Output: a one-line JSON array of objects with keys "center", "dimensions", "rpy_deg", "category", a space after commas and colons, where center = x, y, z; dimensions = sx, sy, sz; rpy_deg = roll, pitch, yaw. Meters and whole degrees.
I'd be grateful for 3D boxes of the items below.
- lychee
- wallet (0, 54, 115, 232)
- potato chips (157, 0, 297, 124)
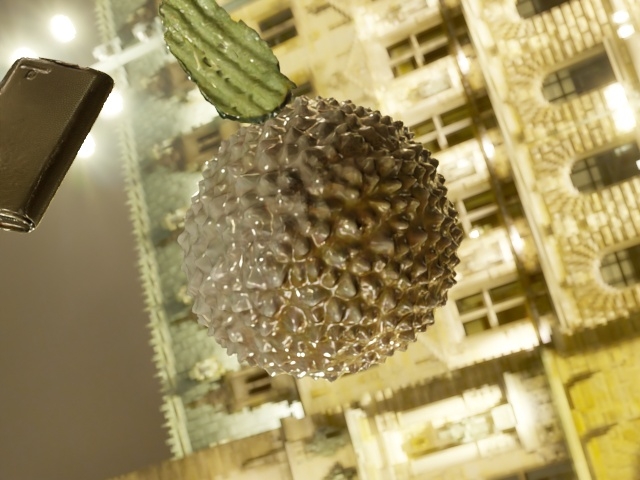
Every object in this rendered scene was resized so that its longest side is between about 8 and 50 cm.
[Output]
[{"center": [0.000, 0.000, 1.306], "dimensions": [0.432, 0.381, 0.380], "rpy_deg": [88, 167, -78], "category": "lychee"}, {"center": [-0.288, -0.099, 0.981], "dimensions": [0.031, 0.110, 0.198], "rpy_deg": [92, -166, -54], "category": "wallet"}, {"center": [-0.112, -0.199, 1.047], "dimensions": [0.207, 0.092, 0.028], "rpy_deg": [46, -167, 14], "category": "potato chips"}]
